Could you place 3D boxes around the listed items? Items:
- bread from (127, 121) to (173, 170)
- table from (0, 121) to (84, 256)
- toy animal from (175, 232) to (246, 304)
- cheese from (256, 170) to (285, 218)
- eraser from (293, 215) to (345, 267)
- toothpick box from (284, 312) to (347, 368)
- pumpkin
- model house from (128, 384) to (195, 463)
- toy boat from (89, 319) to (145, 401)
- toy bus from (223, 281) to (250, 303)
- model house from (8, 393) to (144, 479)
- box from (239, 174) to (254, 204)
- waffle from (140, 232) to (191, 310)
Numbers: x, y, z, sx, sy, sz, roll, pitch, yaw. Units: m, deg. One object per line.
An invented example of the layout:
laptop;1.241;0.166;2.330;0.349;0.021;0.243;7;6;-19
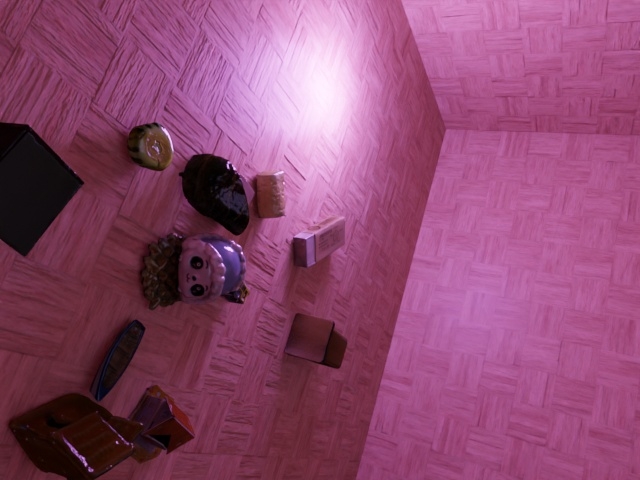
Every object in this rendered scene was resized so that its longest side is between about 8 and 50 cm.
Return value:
bread;-0.455;-0.249;1.371;0.139;0.071;0.130;-24;122;-59
table;-0.622;-0.105;1.002;0.193;0.169;0.172;-64;147;-27
toy animal;-0.323;0.090;1.526;0.204;0.156;0.208;-26;123;-69
cheese;-0.178;-0.168;1.881;0.123;0.093;0.167;-23;117;-56
eraser;0.000;0.000;2.276;0.343;0.078;0.144;-30;123;-55
toothpick box;0.000;0.465;2.308;0.308;0.190;0.187;48;54;-60
pumpkin;-0.318;-0.129;1.564;0.163;0.111;0.279;-22;106;-44
model house;-0.457;0.568;1.529;0.207;0.136;0.219;-62;146;-35
toy boat;-0.544;0.317;1.373;0.080;0.046;0.229;67;36;-48
toy bus;-0.319;0.124;1.727;0.074;0.081;0.226;-65;145;-37
model house;-0.543;0.473;1.236;0.268;0.239;0.173;-20;111;-60
box;-0.278;-0.165;1.731;0.089;0.062;0.122;-66;148;-26
waffle;-0.439;0.088;1.514;0.204;0.054;0.223;-11;108;-60
